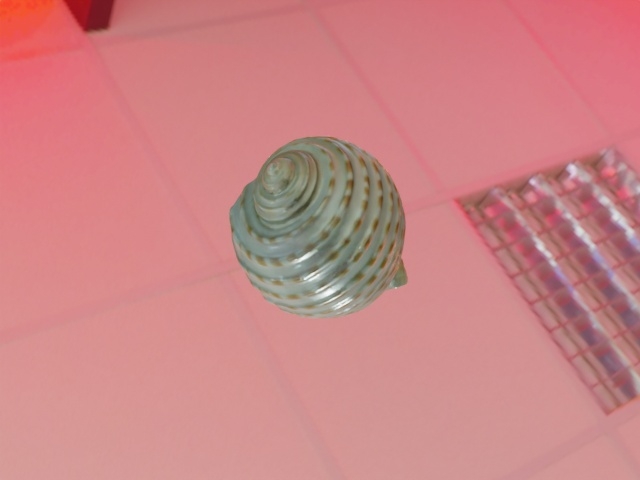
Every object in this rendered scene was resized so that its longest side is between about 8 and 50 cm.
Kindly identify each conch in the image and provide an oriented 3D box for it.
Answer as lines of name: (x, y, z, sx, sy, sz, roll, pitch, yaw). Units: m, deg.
conch: (-0.002, 0.002, 0.733, 0.153, 0.135, 0.102, 62, -158, -23)
